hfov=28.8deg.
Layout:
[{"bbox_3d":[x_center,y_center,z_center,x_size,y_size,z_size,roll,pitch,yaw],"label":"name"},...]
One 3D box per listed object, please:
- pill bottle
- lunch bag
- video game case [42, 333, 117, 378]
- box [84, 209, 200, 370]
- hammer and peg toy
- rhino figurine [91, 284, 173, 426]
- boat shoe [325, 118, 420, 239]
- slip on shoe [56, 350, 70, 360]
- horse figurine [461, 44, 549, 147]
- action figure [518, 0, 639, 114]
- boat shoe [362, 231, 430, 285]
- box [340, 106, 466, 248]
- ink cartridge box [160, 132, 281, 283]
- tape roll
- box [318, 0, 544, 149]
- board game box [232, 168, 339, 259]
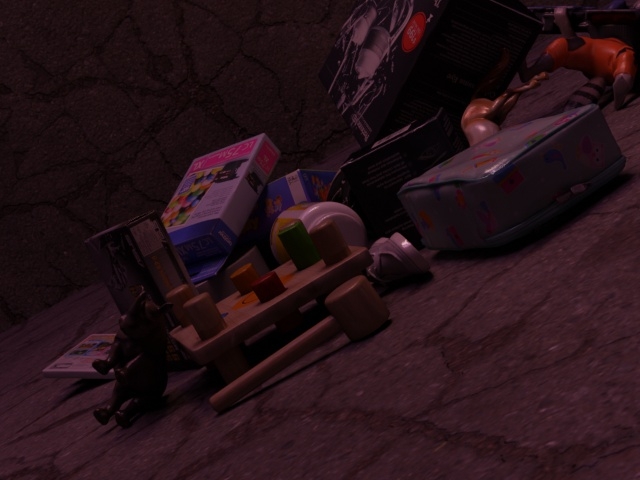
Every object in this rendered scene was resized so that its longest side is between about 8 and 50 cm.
[{"bbox_3d":[0.000,0.000,1.888,0.117,0.117,0.215,-31,8,-12],"label":"pill bottle"},{"bbox_3d":[0.243,-0.077,1.569,0.224,0.108,0.279,-29,8,-20],"label":"lunch bag"},{"bbox_3d":[-0.373,0.198,2.137,0.157,0.019,0.143,-3,20,30],"label":"video game case"},{"bbox_3d":[-0.247,0.079,1.837,0.056,0.231,0.183,-30,8,-31],"label":"box"},{"bbox_3d":[-0.065,0.079,1.576,0.266,0.127,0.361,-30,8,-11],"label":"hammer and peg toy"},{"bbox_3d":[-0.241,0.145,1.630,0.106,0.073,0.243,-42,-24,-39],"label":"rhino figurine"},{"bbox_3d":[0.088,-0.064,1.953,0.340,0.127,0.113,-33,20,50],"label":"boat shoe"},{"bbox_3d":[-0.408,0.223,2.185,0.135,0.041,0.051,0,23,35],"label":"slip on shoe"},{"bbox_3d":[0.272,-0.170,1.901,0.174,0.066,0.263,-26,48,29],"label":"horse figurine"},{"bbox_3d":[0.449,-0.314,2.138,0.341,0.178,0.330,9,25,35],"label":"action figure"},{"bbox_3d":[0.087,0.030,1.613,0.063,0.066,0.184,-44,13,-9],"label":"boat shoe"},{"bbox_3d":[0.137,-0.080,1.765,0.156,0.158,0.093,-26,9,18],"label":"box"},{"bbox_3d":[-0.199,-0.046,2.161,0.186,0.065,0.311,-16,38,38],"label":"ink cartridge box"},{"bbox_3d":[-0.190,0.090,2.145,0.219,0.072,0.219,-27,8,4],"label":"tape roll"},{"bbox_3d":[0.173,-0.319,2.114,0.312,0.179,0.343,-63,25,21],"label":"box"},{"bbox_3d":[-0.106,-0.027,2.309,0.347,0.078,0.233,-24,-11,27],"label":"board game box"}]
